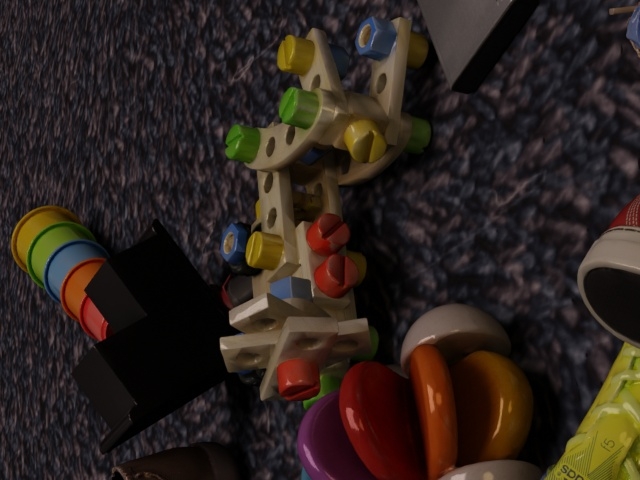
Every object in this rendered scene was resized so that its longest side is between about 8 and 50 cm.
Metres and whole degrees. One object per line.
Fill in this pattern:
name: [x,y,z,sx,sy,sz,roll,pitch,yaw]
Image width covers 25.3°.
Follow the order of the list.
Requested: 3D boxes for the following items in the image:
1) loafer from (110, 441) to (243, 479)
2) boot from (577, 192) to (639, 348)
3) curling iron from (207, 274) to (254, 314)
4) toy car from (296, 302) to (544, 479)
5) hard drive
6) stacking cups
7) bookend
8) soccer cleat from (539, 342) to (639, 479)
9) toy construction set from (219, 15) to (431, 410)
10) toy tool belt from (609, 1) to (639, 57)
loafer: [-0.160,0.361,1.280,0.134,0.130,0.366,-18,65,59]
boot: [0.265,0.000,0.652,0.244,0.088,0.176,24,60,34]
curling iron: [-0.081,0.040,1.340,0.274,0.035,0.068,-31,54,55]
toy car: [0.054,0.135,0.945,0.182,0.136,0.159,-50,40,43]
hard drive: [0.110,-0.189,1.069,0.094,0.022,0.135,-55,36,39]
stacking cups: [-0.277,0.050,1.643,0.316,0.096,0.096,39,115,59]
bookend: [-0.172,0.085,1.303,0.156,0.157,0.072,52,137,8]
soccer cleat: [0.170,0.112,0.748,0.093,0.121,0.289,23,102,61]
toy construction set: [0.000,0.000,1.083,0.215,0.151,0.328,-45,27,45]
toy tool belt: [0.208,-0.123,0.829,0.083,0.051,0.052,33,110,60]
